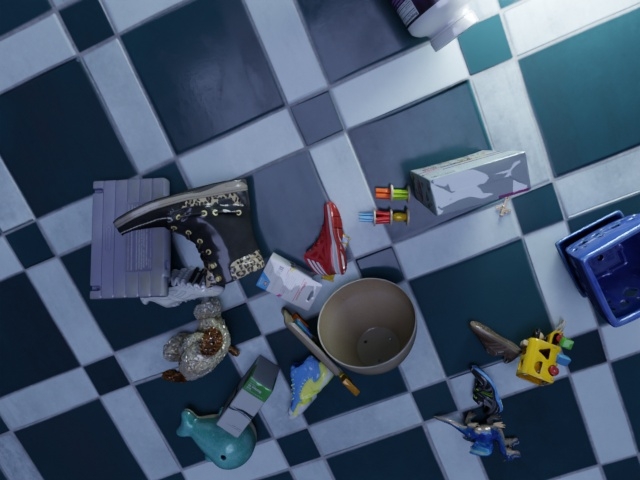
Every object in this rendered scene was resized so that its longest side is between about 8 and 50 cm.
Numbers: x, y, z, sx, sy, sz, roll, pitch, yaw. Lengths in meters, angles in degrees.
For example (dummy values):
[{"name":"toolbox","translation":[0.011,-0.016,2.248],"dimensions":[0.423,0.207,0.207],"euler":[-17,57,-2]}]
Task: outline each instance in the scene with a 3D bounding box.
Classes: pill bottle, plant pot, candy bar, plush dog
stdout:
[{"name":"pill bottle","translation":[0.258,-0.651,1.089],"dimensions":[0.182,0.181,0.322],"euler":[-35,100,10]},{"name":"plant pot","translation":[0.154,0.281,1.295],"dimensions":[0.284,0.284,0.190],"euler":[-18,138,6]},{"name":"candy bar","translation":[0.050,0.055,1.349],"dimensions":[0.040,0.018,0.161],"euler":[21,103,-5]},{"name":"plush dog","translation":[-0.359,0.339,1.328],"dimensions":[0.211,0.225,0.262],"euler":[40,102,-7]},{"name":"plant pot","translation":[0.825,0.061,1.217],"dimensions":[0.236,0.212,0.235],"euler":[-31,101,9]}]

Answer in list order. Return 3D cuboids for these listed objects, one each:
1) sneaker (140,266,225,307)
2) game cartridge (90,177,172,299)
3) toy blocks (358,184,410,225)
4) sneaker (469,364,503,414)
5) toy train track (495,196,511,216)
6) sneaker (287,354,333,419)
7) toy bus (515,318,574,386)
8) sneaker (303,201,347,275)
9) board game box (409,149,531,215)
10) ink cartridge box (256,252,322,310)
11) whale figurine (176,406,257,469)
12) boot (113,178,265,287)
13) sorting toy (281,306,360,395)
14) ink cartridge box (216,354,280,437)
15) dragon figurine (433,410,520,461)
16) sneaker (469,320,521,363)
[{"name":"sneaker","translation":[-0.438,0.151,1.359],"dimensions":[0.293,0.110,0.118],"euler":[3,114,7]},{"name":"game cartridge","translation":[-0.558,-0.006,1.290],"dimensions":[0.231,0.068,0.354],"euler":[-2,83,-1]},{"name":"toy blocks","translation":[0.188,-0.103,1.287],"dimensions":[0.148,0.054,0.123],"euler":[0,104,3]},{"name":"sneaker","translation":[0.527,0.489,1.406],"dimensions":[0.078,0.067,0.188],"euler":[-25,104,2]},{"name":"toy train track","translation":[0.551,-0.109,1.290],"dimensions":[0.048,0.014,0.083],"euler":[14,103,-1]},{"name":"sneaker","translation":[-0.061,0.473,1.431],"dimensions":[0.126,0.091,0.240],"euler":[41,105,14]},{"name":"toy bus","translation":[0.665,0.338,1.322],"dimensions":[0.105,0.202,0.190],"euler":[20,113,13]},{"name":"sneaker","translation":[0.000,0.000,1.305],"dimensions":[0.128,0.087,0.221],"euler":[-9,84,22]},{"name":"board game box","translation":[0.373,-0.160,1.137],"dimensions":[0.224,0.303,0.097],"euler":[-15,102,7]},{"name":"ink cartridge box","translation":[-0.093,0.129,1.350],"dimensions":[0.182,0.061,0.104],"euler":[28,103,-4]},{"name":"whale figurine","translation":[-0.352,0.660,1.447],"dimensions":[0.272,0.141,0.216],"euler":[21,104,-2]},{"name":"boot","translation":[-0.351,-0.001,1.237],"dimensions":[0.378,0.138,0.283],"euler":[-21,101,-25]},{"name":"sorting toy","translation":[0.001,0.326,1.316],"dimensions":[0.041,0.229,0.307],"euler":[-44,98,-6]},{"name":"ink cartridge box","translation":[-0.231,0.498,1.398],"dimensions":[0.087,0.153,0.208],"euler":[34,101,-5]},{"name":"dragon figurine","translation":[0.524,0.652,1.435],"dimensions":[0.290,0.085,0.143],"euler":[1,103,1]},{"name":"sneaker","translation":[0.539,0.326,1.367],"dimensions":[0.189,0.066,0.071],"euler":[31,104,-4]}]
